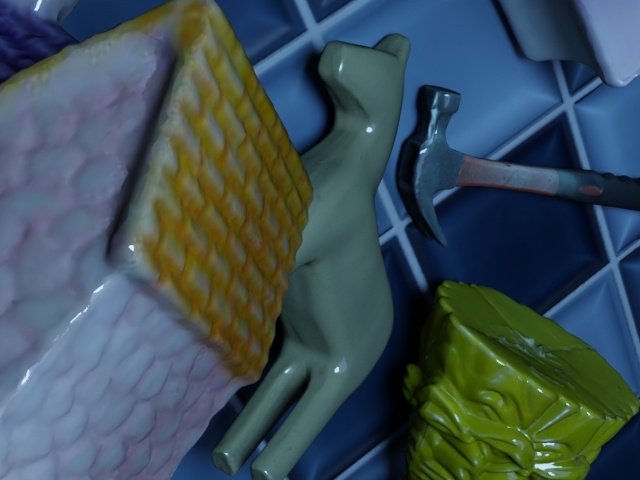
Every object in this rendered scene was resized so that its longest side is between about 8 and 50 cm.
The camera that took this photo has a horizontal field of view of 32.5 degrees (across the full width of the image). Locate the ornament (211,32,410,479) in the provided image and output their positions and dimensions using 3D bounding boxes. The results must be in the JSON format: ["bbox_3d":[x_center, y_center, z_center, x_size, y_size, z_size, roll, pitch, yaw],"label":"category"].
[{"bbox_3d":[0.000,0.000,0.704,0.245,0.061,0.230,-49,141,-36],"label":"ornament"}]

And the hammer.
[{"bbox_3d":[0.177,-0.045,0.835,0.288,0.033,0.111,4,109,-34],"label":"hammer"}]

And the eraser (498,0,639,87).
[{"bbox_3d":[0.183,-0.315,0.660,0.272,0.122,0.359,-41,126,-7],"label":"eraser"}]

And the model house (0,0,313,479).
[{"bbox_3d":[-0.135,-0.002,0.534,0.237,0.237,0.202,-50,150,-8],"label":"model house"}]

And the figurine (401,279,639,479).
[{"bbox_3d":[0.079,0.203,0.835,0.315,0.168,0.187,-58,168,15],"label":"figurine"}]
